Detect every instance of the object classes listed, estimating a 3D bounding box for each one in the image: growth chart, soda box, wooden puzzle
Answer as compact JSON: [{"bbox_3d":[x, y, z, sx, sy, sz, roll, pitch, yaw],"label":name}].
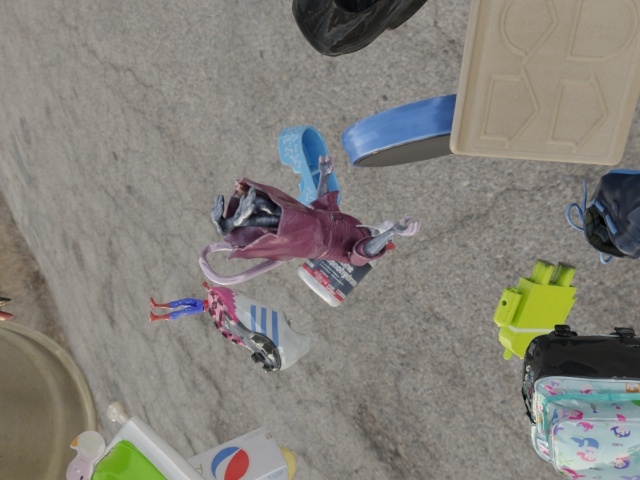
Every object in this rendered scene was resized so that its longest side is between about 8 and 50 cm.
[{"bbox_3d":[-0.181,0.273,0.357,0.171,0.238,0.021,27,166,11],"label":"growth chart"},{"bbox_3d":[-0.154,0.339,0.604,0.074,0.215,0.069,47,144,48],"label":"soda box"},{"bbox_3d":[0.416,-0.312,0.812,0.080,0.346,0.323,-100,13,-71],"label":"wooden puzzle"}]

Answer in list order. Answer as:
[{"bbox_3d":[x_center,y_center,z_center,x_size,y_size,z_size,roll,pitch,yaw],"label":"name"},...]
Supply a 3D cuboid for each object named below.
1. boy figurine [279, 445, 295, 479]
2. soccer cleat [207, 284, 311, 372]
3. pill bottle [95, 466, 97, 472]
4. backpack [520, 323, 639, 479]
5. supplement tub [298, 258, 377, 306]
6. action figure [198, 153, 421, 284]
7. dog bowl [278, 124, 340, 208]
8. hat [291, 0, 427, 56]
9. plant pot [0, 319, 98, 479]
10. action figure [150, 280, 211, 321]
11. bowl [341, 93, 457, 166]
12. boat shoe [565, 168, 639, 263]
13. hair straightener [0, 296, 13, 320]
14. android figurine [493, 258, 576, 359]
[{"bbox_3d":[-0.143,0.557,0.900,0.092,0.177,0.286,27,88,2],"label":"boy figurine"},{"bbox_3d":[-0.160,0.209,1.126,0.331,0.143,0.116,32,126,38],"label":"soccer cleat"},{"bbox_3d":[-0.371,0.463,0.730,0.117,0.117,0.215,-26,96,48],"label":"pill bottle"},{"bbox_3d":[0.461,0.292,0.745,0.224,0.191,0.254,-3,130,17],"label":"backpack"},{"bbox_3d":[0.072,0.074,1.546,0.191,0.272,0.191,42,177,3],"label":"supplement tub"},{"bbox_3d":[0.000,0.000,0.827,0.276,0.369,0.248,-62,37,22],"label":"action figure"},{"bbox_3d":[-0.024,-0.206,1.342,0.073,0.166,0.298,-9,107,34],"label":"dog bowl"},{"bbox_3d":[0.108,-0.430,0.691,0.331,0.133,0.332,-9,76,42],"label":"hat"},{"bbox_3d":[-0.399,0.178,0.356,0.334,0.333,0.306,51,156,17],"label":"plant pot"},{"bbox_3d":[-0.394,0.188,1.420,0.092,0.279,0.139,-110,29,-42],"label":"action figure"},{"bbox_3d":[0.245,-0.249,1.066,0.390,0.390,0.077,-9,91,47],"label":"bowl"},{"bbox_3d":[0.338,-0.029,0.514,0.089,0.258,0.109,-48,69,18],"label":"boat shoe"},{"bbox_3d":[-0.767,0.111,0.945,0.047,0.230,0.089,-25,65,10],"label":"hair straightener"},{"bbox_3d":[0.535,0.180,1.107,0.056,0.248,0.273,42,122,57],"label":"android figurine"}]
